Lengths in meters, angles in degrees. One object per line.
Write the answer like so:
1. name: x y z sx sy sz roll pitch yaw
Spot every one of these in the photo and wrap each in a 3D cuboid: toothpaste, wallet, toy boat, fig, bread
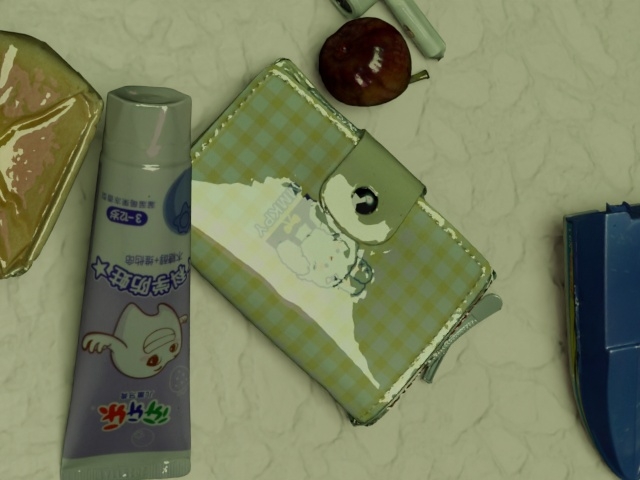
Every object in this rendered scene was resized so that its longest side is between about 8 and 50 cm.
1. toothpaste: -0.165 0.047 1.732 0.125 0.080 0.371 -1 110 -22
2. wallet: 0.000 0.000 1.820 0.309 0.077 0.223 45 79 -14
3. toy boat: 0.307 0.106 1.930 0.129 0.088 0.295 -9 103 -21
4. fig: 0.058 -0.161 1.845 0.125 0.089 0.089 25 79 -49
5. bread: -0.310 -0.087 1.672 0.192 0.110 0.209 22 87 -28

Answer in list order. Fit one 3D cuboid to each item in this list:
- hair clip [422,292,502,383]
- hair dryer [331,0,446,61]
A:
1. hair clip: 0.135 0.090 1.884 0.030 0.039 0.115 43 78 -9
2. hair dryer: 0.075 -0.223 1.864 0.082 0.047 0.137 -45 111 -14
